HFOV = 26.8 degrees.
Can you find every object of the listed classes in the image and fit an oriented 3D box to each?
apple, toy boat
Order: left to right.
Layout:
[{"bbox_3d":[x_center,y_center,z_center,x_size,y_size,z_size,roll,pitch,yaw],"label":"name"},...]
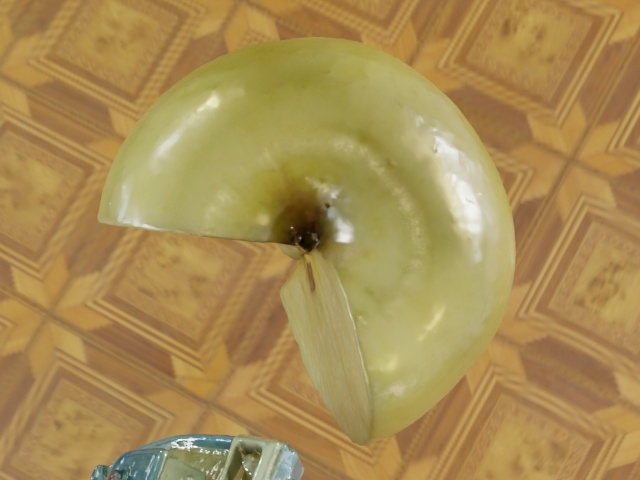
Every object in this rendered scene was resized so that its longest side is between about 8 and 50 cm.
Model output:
[{"bbox_3d":[-0.101,0.172,0.950,0.102,0.215,0.088,35,63,-30],"label":"toy boat"},{"bbox_3d":[0.009,-0.019,0.983,0.295,0.258,0.233,42,90,2],"label":"apple"}]
